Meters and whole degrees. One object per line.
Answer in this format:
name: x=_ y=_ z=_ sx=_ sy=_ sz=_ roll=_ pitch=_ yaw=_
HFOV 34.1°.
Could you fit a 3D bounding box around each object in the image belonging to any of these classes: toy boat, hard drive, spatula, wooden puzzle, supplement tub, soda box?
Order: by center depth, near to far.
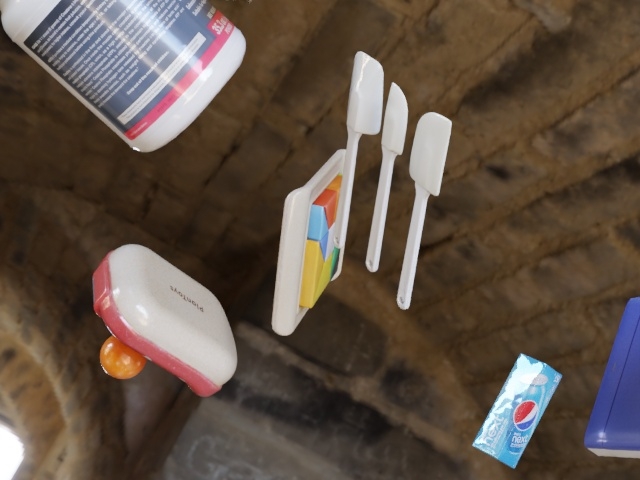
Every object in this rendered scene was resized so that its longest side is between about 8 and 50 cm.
spatula: x=0.067 y=-0.059 z=1.094 sx=0.168 sy=0.019 sz=0.242 roll=42 pitch=-41 yaw=38
hard drive: x=0.455 y=0.147 z=1.174 sx=0.040 sy=0.210 sz=0.318 roll=36 pitch=-25 yaw=-23
supplement tub: x=-0.239 y=-0.253 z=1.201 sx=0.272 sy=0.191 sz=0.191 roll=43 pitch=-24 yaw=-18
toy boat: x=-0.216 y=0.123 z=1.326 sx=0.231 sy=0.151 sz=0.151 roll=40 pitch=22 yaw=-37
wooden puzzle: x=0.000 y=0.000 z=1.514 sx=0.044 sy=0.238 sz=0.221 roll=14 pitch=-67 yaw=16
soda box: x=0.390 y=0.336 z=2.063 sx=0.067 sy=0.210 sz=0.071 roll=34 pitch=-8 yaw=-39

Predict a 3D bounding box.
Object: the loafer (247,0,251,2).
loafer: x=-0.021 y=-0.354 z=1.147 sx=0.087 sy=0.251 sz=0.094 roll=34 pitch=-16 yaw=-1
